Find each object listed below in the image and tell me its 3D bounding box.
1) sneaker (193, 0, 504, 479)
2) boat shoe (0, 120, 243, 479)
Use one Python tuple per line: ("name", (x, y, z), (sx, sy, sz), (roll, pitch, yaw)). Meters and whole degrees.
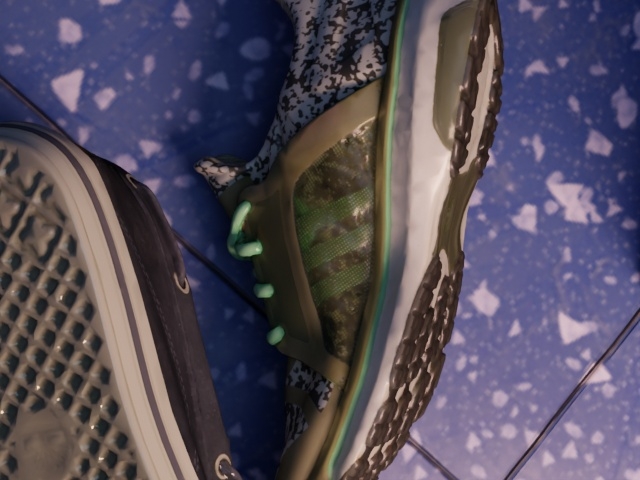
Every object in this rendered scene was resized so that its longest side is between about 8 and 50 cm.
("sneaker", (0.000, 0.000, 1.009), (0.182, 0.158, 0.410), (13, 88, 17))
("boat shoe", (-0.124, 0.172, 0.924), (0.186, 0.156, 0.500), (-12, 92, 18))
